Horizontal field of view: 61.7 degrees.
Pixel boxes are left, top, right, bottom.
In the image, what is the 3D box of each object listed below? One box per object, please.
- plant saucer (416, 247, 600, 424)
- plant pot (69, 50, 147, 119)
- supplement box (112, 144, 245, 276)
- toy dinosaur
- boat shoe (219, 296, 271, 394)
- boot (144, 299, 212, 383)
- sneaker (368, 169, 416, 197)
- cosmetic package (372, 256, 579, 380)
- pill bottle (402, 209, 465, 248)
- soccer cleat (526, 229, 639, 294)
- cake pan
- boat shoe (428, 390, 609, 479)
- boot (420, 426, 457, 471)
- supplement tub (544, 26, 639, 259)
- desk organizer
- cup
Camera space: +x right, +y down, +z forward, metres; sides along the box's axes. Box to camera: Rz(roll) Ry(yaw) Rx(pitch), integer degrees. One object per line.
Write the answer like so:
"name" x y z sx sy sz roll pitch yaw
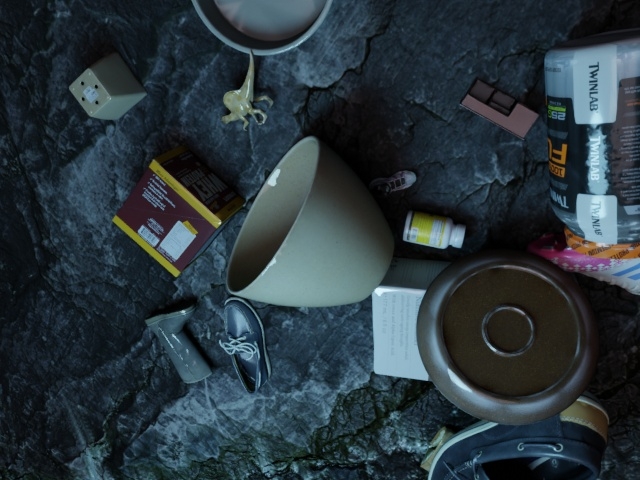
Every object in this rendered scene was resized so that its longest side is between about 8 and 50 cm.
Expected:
"plant saucer" 0.323 0.157 0.929 0.311 0.050 0.310 -3 73 9
"plant pot" -0.459 -0.320 1.134 0.109 0.096 0.109 -29 102 26
"supplement box" -0.311 -0.066 1.185 0.191 0.129 0.194 43 118 -4
"toy dinosaur" -0.145 -0.275 1.065 0.093 0.053 0.183 24 137 -15
"boat shoe" -0.190 0.263 1.326 0.095 0.079 0.254 -2 113 18
"boot" -0.342 0.265 1.377 0.190 0.076 0.208 -20 100 39
"sneaker" 0.140 -0.106 1.062 0.098 0.069 0.038 -17 108 23
"cosmetic package" 0.308 0.168 1.087 0.385 0.156 0.217 3 113 16
"pill bottle" 0.228 -0.019 1.077 0.116 0.065 0.065 13 117 11
"soccer cleat" 0.555 0.047 0.978 0.331 0.116 0.143 -5 112 19
"cake pan" -0.104 -0.492 0.972 0.293 0.054 0.293 7 115 14
"boat shoe" 0.373 0.470 1.085 0.187 0.156 0.500 28 133 -6
"boot" 0.369 0.603 1.311 0.270 0.089 0.236 27 110 5
"supplement tub" 0.476 -0.154 0.860 0.207 0.207 0.337 -5 111 19
"desk organizer" 0.320 -0.237 0.961 0.130 0.047 0.050 30 116 2
"cup" 0.000 0.000 1.043 0.237 0.331 0.331 29 121 -21
